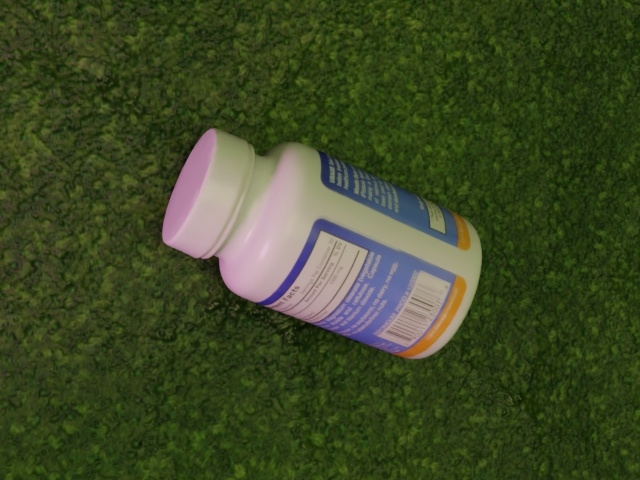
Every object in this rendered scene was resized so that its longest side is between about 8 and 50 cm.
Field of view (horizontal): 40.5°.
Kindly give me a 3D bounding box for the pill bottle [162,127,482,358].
[{"bbox_3d":[0.000,0.000,0.808,0.272,0.152,0.152,23,80,-20],"label":"pill bottle"}]
